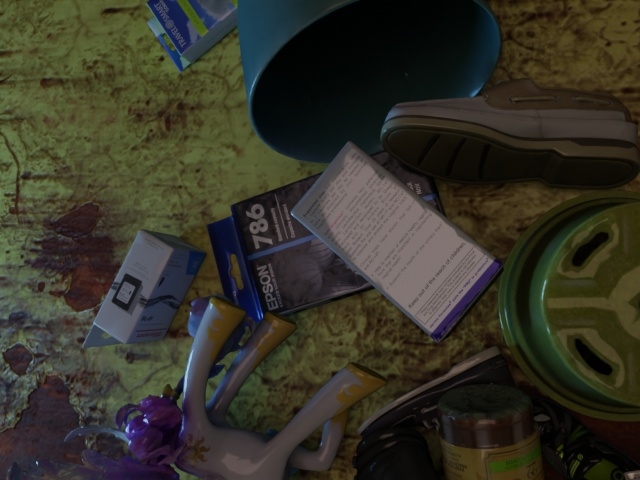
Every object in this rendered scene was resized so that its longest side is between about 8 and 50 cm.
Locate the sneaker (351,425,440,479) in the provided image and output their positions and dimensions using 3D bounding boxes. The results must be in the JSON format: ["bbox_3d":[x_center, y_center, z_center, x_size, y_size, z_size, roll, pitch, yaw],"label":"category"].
[{"bbox_3d":[0.072,0.344,0.832,0.105,0.147,0.295,12,125,-14],"label":"sneaker"}]

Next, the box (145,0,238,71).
[{"bbox_3d":[-0.170,-0.344,1.002,0.178,0.042,0.109,-36,76,9],"label":"box"}]

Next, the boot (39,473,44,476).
[{"bbox_3d":[-0.394,0.447,0.979,0.152,0.073,0.197,36,83,15],"label":"boot"}]

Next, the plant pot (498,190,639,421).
[{"bbox_3d":[0.320,0.065,0.707,0.276,0.254,0.276,-2,84,16],"label":"plant pot"}]

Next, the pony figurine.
[{"bbox_3d":[-0.140,0.254,0.827,0.351,0.303,0.363,26,92,0],"label":"pony figurine"}]

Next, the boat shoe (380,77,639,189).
[{"bbox_3d":[0.222,-0.133,0.822,0.302,0.113,0.103,8,66,-3],"label":"boat shoe"}]

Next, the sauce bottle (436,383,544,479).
[{"bbox_3d":[0.206,0.339,0.772,0.111,0.111,0.344,-8,98,16],"label":"sauce bottle"}]

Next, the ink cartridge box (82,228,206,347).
[{"bbox_3d":[-0.241,0.081,0.949,0.060,0.104,0.180,28,94,16],"label":"ink cartridge box"}]

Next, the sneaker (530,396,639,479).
[{"bbox_3d":[0.289,0.241,0.790,0.188,0.078,0.067,30,94,19],"label":"sneaker"}]

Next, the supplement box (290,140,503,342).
[{"bbox_3d":[0.091,0.002,0.792,0.220,0.111,0.114,40,96,15],"label":"supplement box"}]

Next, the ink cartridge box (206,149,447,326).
[{"bbox_3d":[0.000,0.000,0.909,0.333,0.065,0.165,-20,80,15],"label":"ink cartridge box"}]

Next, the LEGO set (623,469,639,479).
[{"bbox_3d":[0.454,0.235,0.720,0.287,0.107,0.132,-40,48,-4],"label":"LEGO set"}]

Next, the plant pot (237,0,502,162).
[{"bbox_3d":[0.032,-0.272,0.818,0.293,0.293,0.235,-23,65,13],"label":"plant pot"}]

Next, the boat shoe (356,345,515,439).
[{"bbox_3d":[0.141,0.204,0.841,0.206,0.075,0.065,-31,74,7],"label":"boat shoe"}]
